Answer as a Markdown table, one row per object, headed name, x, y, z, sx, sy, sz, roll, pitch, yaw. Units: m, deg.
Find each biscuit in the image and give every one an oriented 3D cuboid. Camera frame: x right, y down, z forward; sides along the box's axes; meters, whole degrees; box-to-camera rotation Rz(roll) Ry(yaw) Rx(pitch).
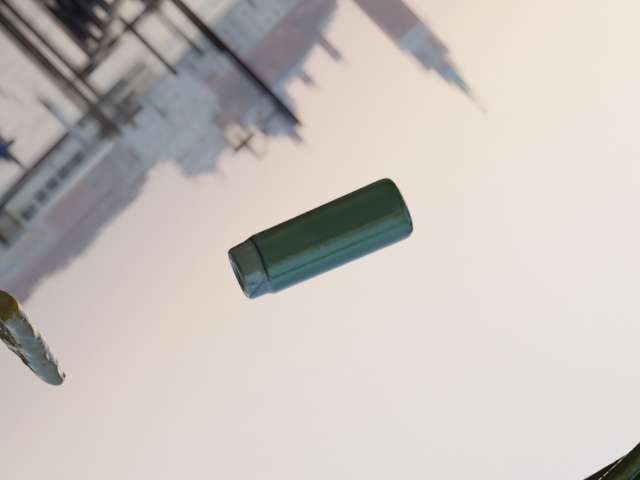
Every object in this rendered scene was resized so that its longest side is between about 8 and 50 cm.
| name | x | y | z | sx | sy | sz | roll | pitch | yaw |
| --- | --- | --- | --- | --- | --- | --- | --- | --- | --- |
| biscuit | -0.194 | 0.047 | 1.076 | 0.018 | 0.081 | 0.083 | -42 | 144 | -16 |

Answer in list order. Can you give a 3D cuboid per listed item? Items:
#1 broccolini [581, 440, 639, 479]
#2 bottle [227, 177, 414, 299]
| name | x | y | z | sx | sy | sz | roll | pitch | yaw |
| --- | --- | --- | --- | --- | --- | --- | --- | --- | --- |
| broccolini | 0.079 | 0.117 | 0.677 | 0.392 | 0.074 | 0.079 | -25 | -159 | -31 |
| bottle | 0.000 | 0.000 | 0.803 | 0.083 | 0.030 | 0.030 | -23 | -176 | -10 |
